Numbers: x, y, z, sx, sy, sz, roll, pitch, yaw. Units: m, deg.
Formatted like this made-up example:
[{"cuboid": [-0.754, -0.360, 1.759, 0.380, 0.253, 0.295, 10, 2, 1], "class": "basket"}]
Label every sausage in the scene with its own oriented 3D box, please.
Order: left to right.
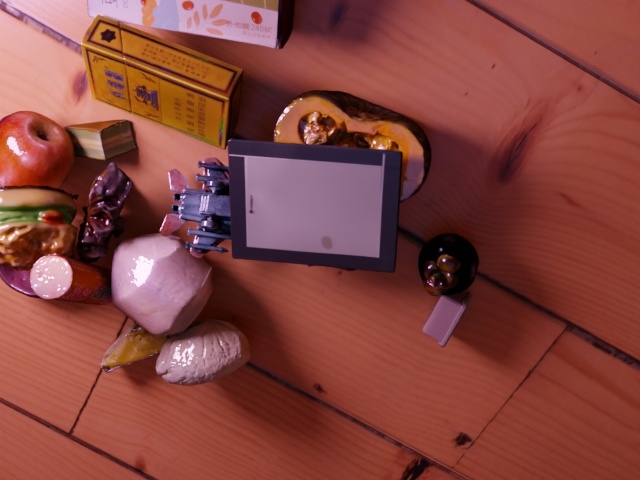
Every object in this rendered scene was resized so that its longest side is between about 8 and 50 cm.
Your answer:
[{"cuboid": [-0.515, 0.094, 1.641, 0.093, 0.312, 0.092, -1, 81, 8], "class": "sausage"}]

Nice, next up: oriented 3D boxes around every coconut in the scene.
[{"cuboid": [-0.361, 0.086, 1.659, 0.234, 0.224, 0.224, 35, 114, -8], "class": "coconut"}]

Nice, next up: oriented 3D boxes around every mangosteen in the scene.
[{"cuboid": [0.263, 0.057, 1.575, 0.137, 0.151, 0.137, 12, 117, 24], "class": "mangosteen"}]

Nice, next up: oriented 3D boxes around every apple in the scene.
[{"cuboid": [-0.623, -0.175, 1.607, 0.199, 0.199, 0.199, 3, 113, 7], "class": "apple"}]

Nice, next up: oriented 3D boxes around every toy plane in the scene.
[{"cuboid": [-0.175, -0.065, 1.604, 0.327, 0.104, 0.222, 6, 82, 8], "class": "toy plane"}]

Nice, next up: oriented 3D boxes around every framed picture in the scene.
[{"cuboid": [-0.015, -0.067, 1.493, 0.347, 0.016, 0.264, 4, 116, 9], "class": "framed picture"}]

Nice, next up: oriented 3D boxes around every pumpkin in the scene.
[{"cuboid": [0.060, -0.171, 1.517, 0.317, 0.139, 0.221, 19, 112, -1], "class": "pumpkin"}]

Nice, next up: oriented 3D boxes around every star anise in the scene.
[{"cuboid": [-0.469, -0.055, 1.633, 0.099, 0.214, 0.220, 21, 157, -19], "class": "star anise"}]

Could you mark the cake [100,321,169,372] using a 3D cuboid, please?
[{"cuboid": [-0.443, 0.262, 1.827, 0.116, 0.079, 0.185, 32, 104, -19], "class": "cake"}]

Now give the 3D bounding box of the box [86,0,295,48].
[{"cuboid": [-0.233, -0.557, 1.362, 0.385, 0.122, 0.344, 11, 129, 5], "class": "box"}]

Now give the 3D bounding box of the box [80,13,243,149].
[{"cuboid": [-0.311, -0.310, 1.491, 0.302, 0.084, 0.193, 21, 155, -1], "class": "box"}]

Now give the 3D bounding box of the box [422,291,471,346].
[{"cuboid": [0.277, 0.164, 1.656, 0.062, 0.089, 0.122, 28, 114, 8], "class": "box"}]

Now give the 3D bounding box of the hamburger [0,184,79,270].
[{"cuboid": [-0.621, -0.015, 1.567, 0.237, 0.237, 0.148, -10, 77, 13], "class": "hamburger"}]

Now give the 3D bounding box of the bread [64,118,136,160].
[{"cuboid": [-0.487, -0.225, 1.647, 0.139, 0.084, 0.074, 10, 119, 39], "class": "bread"}]

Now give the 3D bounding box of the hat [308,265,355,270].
[{"cuboid": [-0.001, -0.004, 1.629, 0.228, 0.129, 0.140, 0, 82, 27], "class": "hat"}]

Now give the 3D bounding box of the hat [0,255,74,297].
[{"cuboid": [-0.661, 0.039, 1.745, 0.206, 0.089, 0.205, 4, 109, 12], "class": "hat"}]

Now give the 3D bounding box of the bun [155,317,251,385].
[{"cuboid": [-0.275, 0.252, 1.717, 0.221, 0.220, 0.134, -14, 92, 14], "class": "bun"}]
